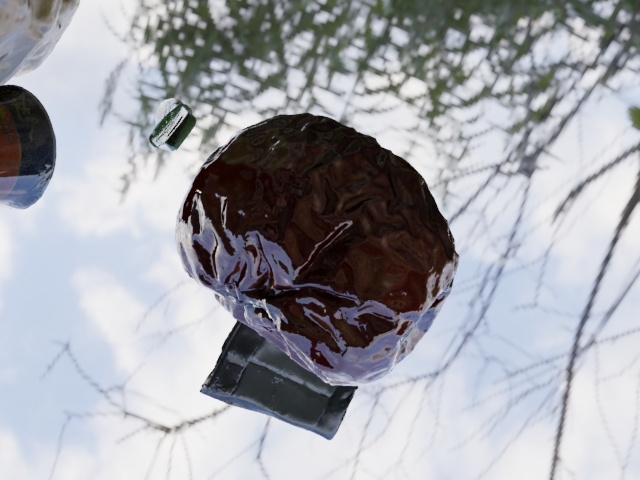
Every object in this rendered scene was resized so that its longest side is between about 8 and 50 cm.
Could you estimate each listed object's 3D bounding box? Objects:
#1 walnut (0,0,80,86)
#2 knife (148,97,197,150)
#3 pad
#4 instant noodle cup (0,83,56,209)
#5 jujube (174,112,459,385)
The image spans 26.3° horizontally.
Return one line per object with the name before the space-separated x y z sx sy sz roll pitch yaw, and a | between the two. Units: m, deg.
walnut | -0.452 -0.318 1.510 0.381 0.381 0.381 14 -139 -12
knife | -0.120 -0.092 1.089 0.020 0.043 0.293 42 179 -12
pad | 0.001 0.077 1.366 0.174 0.233 0.022 24 -173 -32
instant noodle cup | -0.341 -0.085 1.299 0.127 0.127 0.135 44 -151 22
jujube | 0.000 0.000 1.158 0.232 0.213 0.213 34 -139 14
